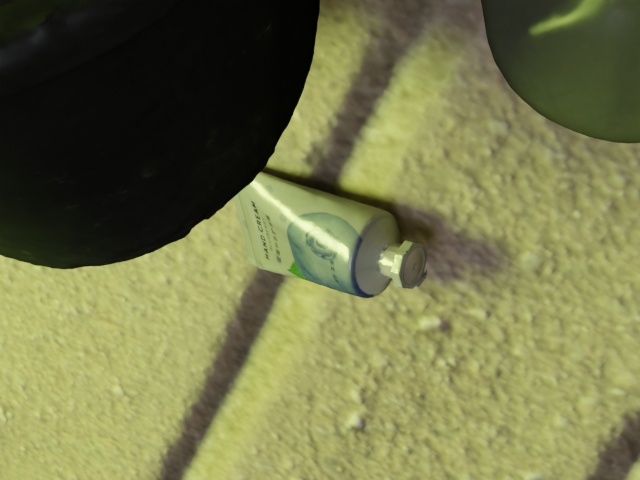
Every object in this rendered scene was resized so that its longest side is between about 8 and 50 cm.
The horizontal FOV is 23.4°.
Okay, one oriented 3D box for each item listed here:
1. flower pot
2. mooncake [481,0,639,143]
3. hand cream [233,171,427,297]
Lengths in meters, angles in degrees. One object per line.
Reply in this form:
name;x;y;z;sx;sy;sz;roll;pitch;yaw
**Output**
flower pot;-0.125;-0.148;0.734;0.379;0.379;0.251;10;149;23
mooncake;0.175;-0.149;0.665;0.275;0.135;0.275;19;135;21
hand cream;0.000;0.000;0.951;0.142;0.053;0.084;15;134;33
